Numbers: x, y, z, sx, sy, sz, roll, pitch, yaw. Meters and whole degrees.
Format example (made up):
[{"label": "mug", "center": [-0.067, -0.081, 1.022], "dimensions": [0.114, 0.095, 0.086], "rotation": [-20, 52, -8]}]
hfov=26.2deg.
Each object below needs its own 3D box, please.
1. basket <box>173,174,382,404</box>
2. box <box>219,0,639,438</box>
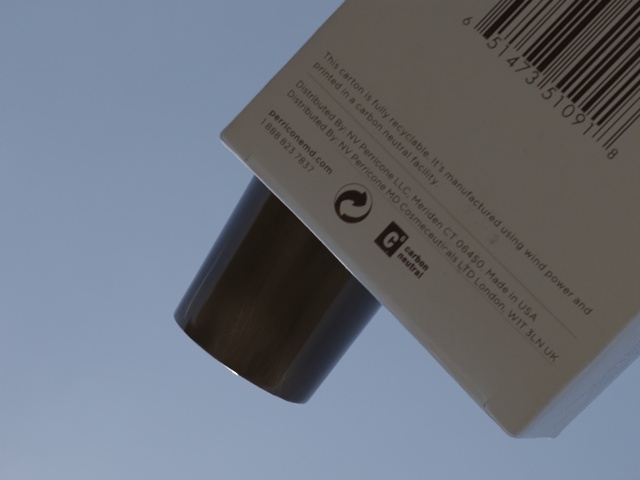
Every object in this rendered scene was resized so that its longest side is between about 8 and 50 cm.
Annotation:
[{"label": "basket", "center": [0.000, 0.000, 1.071], "dimensions": [0.154, 0.204, 0.227], "rotation": [35, -85, 11]}, {"label": "box", "center": [0.091, -0.039, 0.586], "dimensions": [0.182, 0.119, 0.181], "rotation": [-47, -109, 7]}]
